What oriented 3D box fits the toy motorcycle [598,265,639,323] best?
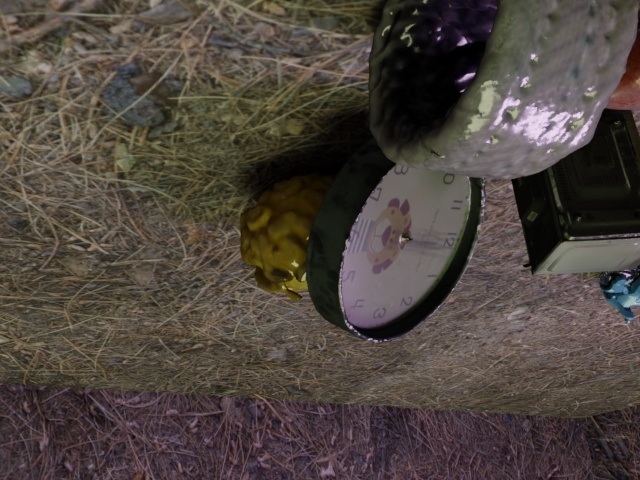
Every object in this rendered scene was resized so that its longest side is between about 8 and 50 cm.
[{"bbox_3d":[0.714,0.088,1.405,0.272,0.124,0.182,-7,144,7],"label":"toy motorcycle"}]

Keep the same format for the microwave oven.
[{"bbox_3d":[0.350,-0.072,0.897,0.163,0.205,0.129,-3,155,-6],"label":"microwave oven"}]

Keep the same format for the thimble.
[{"bbox_3d":[0.164,-0.177,0.643,0.157,0.217,0.245,3,138,-26],"label":"thimble"}]

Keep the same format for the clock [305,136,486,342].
[{"bbox_3d":[0.113,-0.004,0.924,0.061,0.313,0.312,30,-179,40],"label":"clock"}]

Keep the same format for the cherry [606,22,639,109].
[{"bbox_3d":[0.361,-0.194,0.777,0.106,0.087,0.126,22,141,-37],"label":"cherry"}]

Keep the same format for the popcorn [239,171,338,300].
[{"bbox_3d":[0.000,0.000,1.012,0.250,0.190,0.250,-16,171,-3],"label":"popcorn"}]
